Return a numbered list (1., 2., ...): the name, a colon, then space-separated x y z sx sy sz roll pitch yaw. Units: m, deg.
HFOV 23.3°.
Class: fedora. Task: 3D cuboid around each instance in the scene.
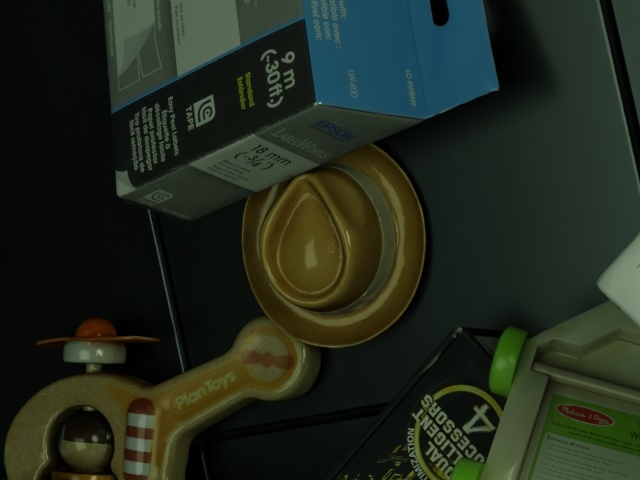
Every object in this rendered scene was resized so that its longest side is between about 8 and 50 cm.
1. fedora: 0.000 0.000 1.380 0.194 0.079 0.194 0 90 21

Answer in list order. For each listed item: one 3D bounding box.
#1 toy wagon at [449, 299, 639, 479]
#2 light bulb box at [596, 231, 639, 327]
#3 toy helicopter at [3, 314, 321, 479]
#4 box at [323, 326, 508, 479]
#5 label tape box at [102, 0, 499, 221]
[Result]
1. toy wagon: 0.256 0.144 1.183 0.267 0.068 0.344 15 61 15
2. light bulb box: 0.418 -0.047 0.976 0.225 0.358 0.361 45 114 17
3. toy helicopter: -0.160 0.156 1.502 0.355 0.140 0.235 -28 71 19
4. box: 0.156 0.316 1.274 0.318 0.097 0.395 -51 61 18
5. label tape box: -0.031 -0.187 1.338 0.333 0.106 0.241 -22 63 31
